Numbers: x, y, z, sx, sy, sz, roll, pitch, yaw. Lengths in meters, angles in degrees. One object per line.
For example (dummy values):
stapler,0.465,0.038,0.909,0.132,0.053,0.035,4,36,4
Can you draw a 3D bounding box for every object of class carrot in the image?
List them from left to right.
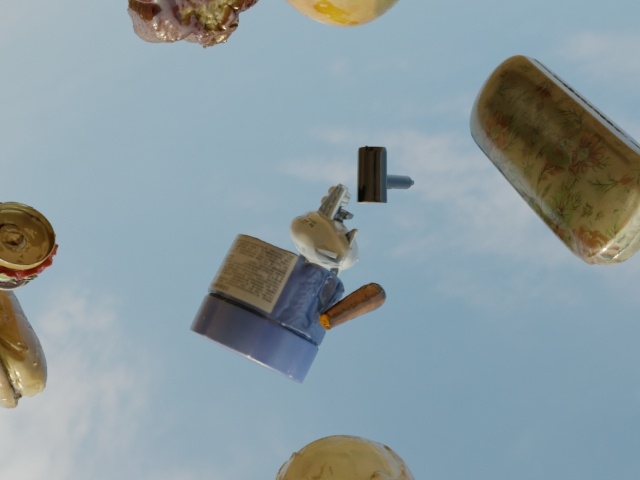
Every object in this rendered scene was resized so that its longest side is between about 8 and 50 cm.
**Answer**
carrot,0.062,0.125,1.678,0.161,0.055,0.055,-21,-155,-40

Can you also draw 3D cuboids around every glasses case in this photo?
glasses case,0.330,-0.126,1.223,0.156,0.098,0.425,-64,-152,25

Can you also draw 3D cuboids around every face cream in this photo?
face cream,-0.100,0.130,1.715,0.249,0.249,0.225,17,-102,45

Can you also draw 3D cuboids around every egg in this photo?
egg,0.044,0.379,1.213,0.201,0.244,0.201,-20,-142,16

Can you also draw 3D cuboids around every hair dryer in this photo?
hair dryer,0.157,-0.151,2.014,0.070,0.128,0.255,1,-175,29

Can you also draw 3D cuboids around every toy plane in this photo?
toy plane,0.005,0.002,1.905,0.267,0.123,0.267,-47,-148,43

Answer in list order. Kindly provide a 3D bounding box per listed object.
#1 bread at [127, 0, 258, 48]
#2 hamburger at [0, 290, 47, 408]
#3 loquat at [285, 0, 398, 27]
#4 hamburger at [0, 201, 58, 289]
bread,-0.205,-0.421,1.403,0.247,0.232,0.135,-36,-142,-8
hamburger,-0.716,0.223,1.941,0.158,0.318,0.318,-27,-145,-18
loquat,0.029,-0.467,1.375,0.263,0.263,0.263,-18,-142,15
hamburger,-0.601,0.017,1.684,0.137,0.175,0.175,-41,-158,44
